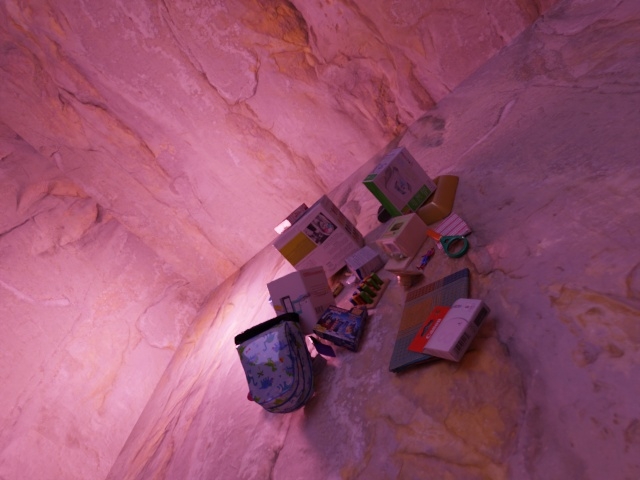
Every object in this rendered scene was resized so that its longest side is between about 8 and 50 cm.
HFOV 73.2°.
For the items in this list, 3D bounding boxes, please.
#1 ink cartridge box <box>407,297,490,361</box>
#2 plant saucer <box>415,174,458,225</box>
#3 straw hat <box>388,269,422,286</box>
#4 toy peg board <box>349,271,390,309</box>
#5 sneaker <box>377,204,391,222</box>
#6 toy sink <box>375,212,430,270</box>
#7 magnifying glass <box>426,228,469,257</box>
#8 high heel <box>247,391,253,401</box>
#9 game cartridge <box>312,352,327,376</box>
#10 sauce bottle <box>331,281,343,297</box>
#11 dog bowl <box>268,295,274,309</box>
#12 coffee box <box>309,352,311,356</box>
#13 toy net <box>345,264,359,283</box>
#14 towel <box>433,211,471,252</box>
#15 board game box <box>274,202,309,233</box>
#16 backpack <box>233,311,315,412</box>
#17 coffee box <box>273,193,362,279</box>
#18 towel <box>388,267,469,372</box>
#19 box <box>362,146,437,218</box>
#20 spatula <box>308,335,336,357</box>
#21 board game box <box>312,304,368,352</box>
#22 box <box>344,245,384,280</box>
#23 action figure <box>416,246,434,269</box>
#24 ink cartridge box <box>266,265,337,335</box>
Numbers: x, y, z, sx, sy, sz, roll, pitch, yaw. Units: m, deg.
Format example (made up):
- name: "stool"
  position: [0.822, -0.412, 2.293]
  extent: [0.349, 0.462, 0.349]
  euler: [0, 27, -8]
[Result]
- name: "ink cartridge box"
  position: [0.364, 0.256, 1.286]
  extent: [0.189, 0.066, 0.232]
  euler: [-49, 20, -21]
- name: "plant saucer"
  position: [0.498, -0.180, 2.119]
  extent: [0.333, 0.081, 0.332]
  euler: [-30, 21, 41]
- name: "straw hat"
  position: [0.336, 0.154, 1.715]
  extent: [0.144, 0.145, 0.061]
  euler: [-176, 88, -68]
- name: "toy peg board"
  position: [0.195, 0.216, 1.878]
  extent: [0.161, 0.079, 0.161]
  euler: [-20, 29, 55]
- name: "sneaker"
  position: [0.397, -0.202, 2.404]
  extent: [0.222, 0.083, 0.118]
  euler: [-41, 16, 15]
- name: "toy sink"
  position: [0.351, 0.005, 1.925]
  extent: [0.234, 0.131, 0.153]
  euler: [-52, 17, -21]
- name: "magnifying glass"
  position: [0.494, 0.003, 1.698]
  extent: [0.092, 0.026, 0.231]
  euler: [-51, 31, 1]
- name: "high heel"
  position: [-0.224, 0.645, 1.834]
  extent: [0.244, 0.082, 0.117]
  euler: [-26, 10, 14]
- name: "game cartridge"
  position: [-0.013, 0.500, 1.724]
  extent: [0.083, 0.056, 0.017]
  euler: [-51, 10, -13]
- name: "sauce bottle"
  position: [0.066, 0.263, 2.140]
  extent: [0.128, 0.042, 0.042]
  euler: [-52, 18, -22]
- name: "dog bowl"
  position: [-0.201, 0.314, 2.591]
  extent: [0.297, 0.074, 0.166]
  euler: [-33, 20, 33]
- name: "coffee box"
  position: [-0.175, 0.515, 1.927]
  extent: [0.141, 0.098, 0.247]
  euler: [-30, 5, -36]
- name: "toy net"
  position: [0.179, 0.150, 2.145]
  extent: [0.122, 0.045, 0.232]
  euler: [-37, 19, 17]
- name: "towel"
  position: [0.532, -0.034, 1.780]
  extent: [0.144, 0.029, 0.197]
  euler: [-43, 16, 15]
- name: "board game box"
  position: [-0.158, -0.117, 2.342]
  extent: [0.147, 0.045, 0.193]
  euler: [-46, 8, -29]
- name: "backpack"
  position: [-0.169, 0.483, 1.659]
  extent: [0.290, 0.355, 0.273]
  euler: [-24, -16, 5]
- name: "coffee box"
  position: [0.000, 0.000, 2.338]
  extent: [0.338, 0.334, 0.337]
  euler: [-41, 7, 14]
- name: "towel"
  position: [0.371, 0.261, 1.429]
  extent: [0.271, 0.040, 0.370]
  euler: [-31, 19, 36]
- name: "box"
  position: [0.371, -0.263, 2.022]
  extent: [0.231, 0.262, 0.127]
  euler: [-46, 17, -9]
- name: "spatula"
  position: [-0.010, 0.447, 1.848]
  extent: [0.296, 0.084, 0.030]
  euler: [175, 109, -74]
- name: "board game box"
  position: [0.101, 0.333, 1.735]
  extent: [0.194, 0.060, 0.194]
  euler: [12, 42, 32]
- name: "box"
  position: [0.207, 0.105, 2.046]
  extent: [0.137, 0.072, 0.126]
  euler: [-33, 27, -8]
- name: "action figure"
  position: [0.433, 0.069, 1.763]
  extent: [0.115, 0.030, 0.038]
  euler: [-49, 12, -22]
- name: "ink cartridge box"
  position: [-0.071, 0.272, 1.892]
  extent: [0.197, 0.270, 0.198]
  euler: [-24, -9, 30]
